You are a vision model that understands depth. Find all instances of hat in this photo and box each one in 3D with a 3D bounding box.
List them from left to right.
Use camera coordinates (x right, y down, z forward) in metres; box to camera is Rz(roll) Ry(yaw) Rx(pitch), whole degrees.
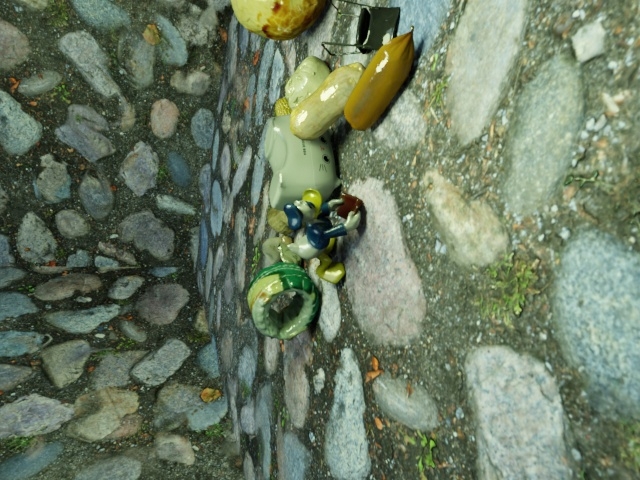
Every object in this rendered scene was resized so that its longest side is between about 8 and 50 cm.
[{"bbox_3d":[-0.120,0.071,1.727,0.166,0.081,0.123,-112,-4,-70],"label":"hat"}]

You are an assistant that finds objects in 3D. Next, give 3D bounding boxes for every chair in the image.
[{"bbox_3d":[0.131,-0.644,1.303,0.145,0.220,0.141,-32,-48,-70],"label":"chair"}]

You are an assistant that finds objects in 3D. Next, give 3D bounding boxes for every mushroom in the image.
[{"bbox_3d":[-0.191,0.027,1.913,0.225,0.093,0.116,-37,78,46],"label":"mushroom"}]

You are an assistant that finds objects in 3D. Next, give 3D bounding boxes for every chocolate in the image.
[{"bbox_3d":[0.028,-0.444,1.373,0.309,0.134,0.134,-39,47,18],"label":"chocolate"}]

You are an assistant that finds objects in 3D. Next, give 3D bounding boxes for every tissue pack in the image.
[{"bbox_3d":[-0.068,-0.275,1.536,0.229,0.235,0.334,129,137,-63],"label":"tissue pack"}]

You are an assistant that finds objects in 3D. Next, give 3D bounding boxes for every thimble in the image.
[{"bbox_3d":[-0.140,0.234,1.605,0.167,0.253,0.289,-126,32,-55],"label":"thimble"}]

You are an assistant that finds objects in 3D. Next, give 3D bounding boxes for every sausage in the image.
[{"bbox_3d":[0.171,-0.449,1.200,0.328,0.111,0.112,-51,45,50],"label":"sausage"}]

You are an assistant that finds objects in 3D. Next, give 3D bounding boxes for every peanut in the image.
[{"bbox_3d":[-0.131,-0.094,1.762,0.298,0.120,0.136,-8,105,62],"label":"peanut"}]

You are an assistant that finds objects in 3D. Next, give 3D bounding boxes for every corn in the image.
[{"bbox_3d":[-0.136,-0.510,1.834,0.091,0.091,0.260,121,140,-49],"label":"corn"}]

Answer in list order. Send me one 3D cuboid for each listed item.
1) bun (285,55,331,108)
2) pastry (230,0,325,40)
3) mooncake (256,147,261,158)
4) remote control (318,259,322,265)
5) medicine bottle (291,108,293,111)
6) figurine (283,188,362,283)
[{"bbox_3d":[-0.058,-0.590,1.629,0.229,0.145,0.230,179,90,-66],"label":"bun"},{"bbox_3d":[-0.143,-0.932,1.594,0.313,0.388,0.388,59,152,-6],"label":"pastry"},{"bbox_3d":[-0.237,-0.346,2.073,0.346,0.057,0.151,39,110,50],"label":"mooncake"},{"bbox_3d":[0.000,0.000,1.566,0.025,0.063,0.246,-16,70,20],"label":"remote control"},{"bbox_3d":[-0.096,-0.563,1.790,0.059,0.059,0.231,-55,42,47],"label":"medicine bottle"},{"bbox_3d":[0.009,-0.041,1.341,0.283,0.338,0.205,-36,55,14],"label":"figurine"}]
